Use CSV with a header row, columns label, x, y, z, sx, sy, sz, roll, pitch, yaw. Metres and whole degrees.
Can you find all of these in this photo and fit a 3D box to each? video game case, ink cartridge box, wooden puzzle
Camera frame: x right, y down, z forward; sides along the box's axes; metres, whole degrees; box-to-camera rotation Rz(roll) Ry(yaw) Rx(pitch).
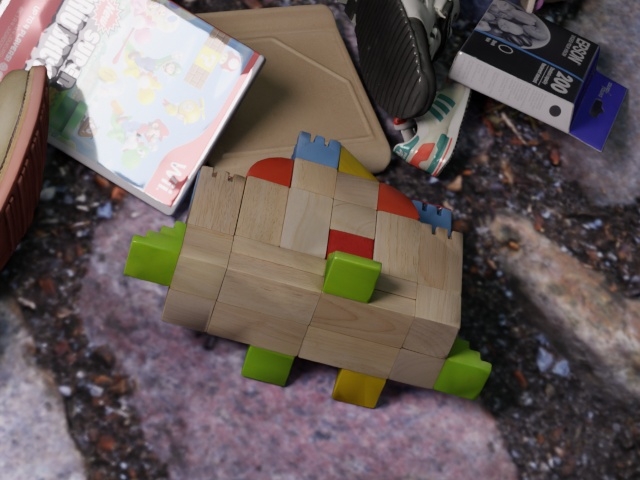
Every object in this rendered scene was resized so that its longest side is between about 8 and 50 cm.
label,x,y,z,sx,sy,sz,roll,pitch,yaw
video game case,-0.232,-0.185,1.638,0.285,0.025,0.204,31,93,4
ink cartridge box,0.279,-0.209,1.838,0.208,0.045,0.206,28,34,4
wooden puzzle,-0.053,-0.167,1.754,0.221,0.044,0.239,-8,62,-21

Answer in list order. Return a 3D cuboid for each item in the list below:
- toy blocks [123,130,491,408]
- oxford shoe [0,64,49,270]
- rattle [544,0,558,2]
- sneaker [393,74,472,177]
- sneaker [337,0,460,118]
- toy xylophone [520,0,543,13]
label,x,y,z,sx,sy,sz,roll,pitch,yaw
toy blocks,0.000,0.000,1.582,0.381,0.191,0.261,15,41,-6
oxford shoe,-0.373,-0.029,1.495,0.146,0.140,0.397,14,54,1
rattle,0.262,-0.393,1.947,0.199,0.143,0.130,16,71,-12
sneaker,0.130,-0.151,1.780,0.075,0.057,0.161,22,55,-7
sneaker,0.116,-0.271,1.813,0.146,0.122,0.330,6,45,-22
toy xylophone,0.144,-0.389,1.834,0.322,0.081,0.236,30,15,3
